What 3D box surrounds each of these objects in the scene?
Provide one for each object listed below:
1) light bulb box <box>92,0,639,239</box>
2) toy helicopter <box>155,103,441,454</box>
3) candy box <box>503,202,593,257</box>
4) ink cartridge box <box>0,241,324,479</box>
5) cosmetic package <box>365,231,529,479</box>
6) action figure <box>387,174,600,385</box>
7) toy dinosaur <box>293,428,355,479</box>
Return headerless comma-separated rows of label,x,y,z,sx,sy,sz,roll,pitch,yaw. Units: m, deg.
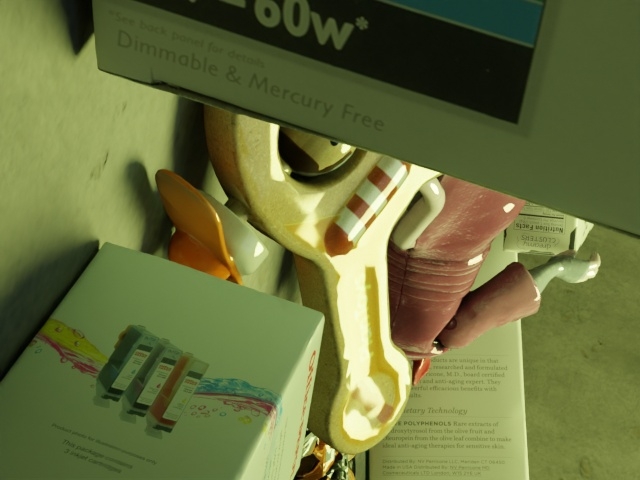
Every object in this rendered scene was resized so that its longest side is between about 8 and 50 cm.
light bulb box,0.130,-0.210,0.627,0.225,0.358,0.361,95,18,-50
toy helicopter,0.000,0.000,0.896,0.235,0.140,0.355,-32,131,-33
candy box,0.225,-0.096,1.363,0.165,0.070,0.196,-36,130,-70
ink cartridge box,-0.090,0.113,0.707,0.176,0.127,0.128,-59,164,-48
cosmetic package,0.121,0.115,1.443,0.197,0.155,0.365,88,1,-62
action figure,0.098,0.003,1.173,0.275,0.248,0.370,-59,162,-47
toy dinosaur,-0.012,0.217,1.302,0.322,0.164,0.218,25,67,-59
